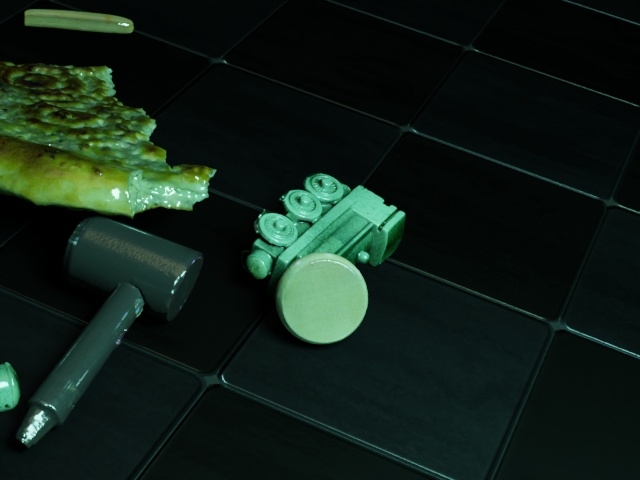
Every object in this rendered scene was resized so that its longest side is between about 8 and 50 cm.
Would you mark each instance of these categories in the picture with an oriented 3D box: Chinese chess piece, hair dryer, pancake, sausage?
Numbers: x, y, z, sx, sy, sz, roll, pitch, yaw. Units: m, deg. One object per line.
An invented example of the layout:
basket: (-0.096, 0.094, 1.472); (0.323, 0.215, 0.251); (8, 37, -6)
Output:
Chinese chess piece: (0.001, 0.052, 1.095); (0.084, 0.084, 0.034); (5, 7, -9)
hair dryer: (-0.203, 0.080, 1.033); (0.114, 0.070, 0.248); (21, 46, 11)
pancake: (-0.295, -0.128, 1.215); (0.305, 0.066, 0.427); (-5, 28, -31)
sausage: (-0.295, -0.268, 1.487); (0.132, 0.024, 0.024); (2, 37, -11)

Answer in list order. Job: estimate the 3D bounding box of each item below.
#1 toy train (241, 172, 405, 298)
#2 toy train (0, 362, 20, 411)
toy train: (0.000, 0.000, 1.178); (0.111, 0.071, 0.170); (32, 41, 14)
toy train: (-0.360, 0.114, 0.916); (0.248, 0.101, 0.159); (-7, 25, -25)
